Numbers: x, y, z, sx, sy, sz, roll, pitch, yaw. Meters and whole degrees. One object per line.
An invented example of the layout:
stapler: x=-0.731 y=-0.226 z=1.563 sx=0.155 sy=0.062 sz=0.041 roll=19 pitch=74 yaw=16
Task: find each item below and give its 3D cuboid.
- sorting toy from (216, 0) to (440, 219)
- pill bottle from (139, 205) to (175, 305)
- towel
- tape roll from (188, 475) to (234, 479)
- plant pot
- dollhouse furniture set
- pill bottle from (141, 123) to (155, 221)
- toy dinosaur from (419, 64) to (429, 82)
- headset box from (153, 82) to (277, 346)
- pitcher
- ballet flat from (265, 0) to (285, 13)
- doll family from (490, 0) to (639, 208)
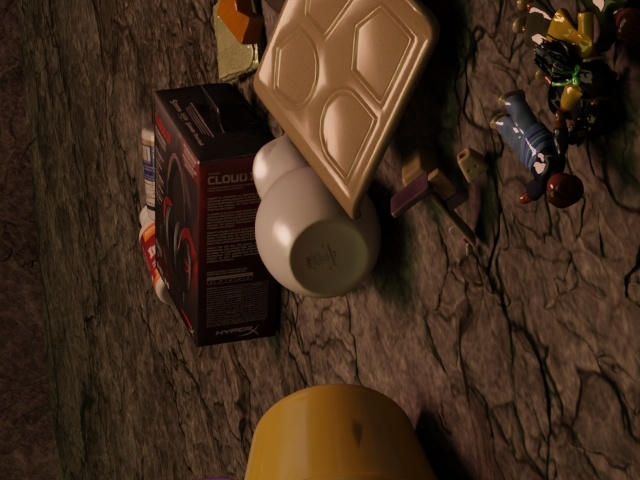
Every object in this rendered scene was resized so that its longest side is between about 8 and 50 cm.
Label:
sorting toy: x=0.002 y=-0.197 z=1.455 sx=0.307 sy=0.041 sz=0.229 roll=54 pitch=136 yaw=39
pill bottle: x=-0.215 y=0.014 z=2.233 sx=0.086 sy=0.086 sz=0.152 roll=103 pitch=152 yaw=-45
towel: x=-0.103 y=-0.255 z=1.893 sx=0.148 sy=0.027 sz=0.110 roll=171 pitch=92 yaw=-71
tape roll: x=-0.128 y=0.391 z=1.621 sx=0.275 sy=0.090 sz=0.274 roll=177 pitch=90 yaw=-69
plant pot: x=0.022 y=0.274 z=1.453 sx=0.239 sy=0.254 sz=0.254 roll=-95 pitch=10 yaw=-51
dollhouse furniture set: x=0.122 y=-0.045 z=1.358 sx=0.081 sy=0.091 sz=0.114 roll=46 pitch=-162 yaw=-18
pill bottle: x=-0.196 y=-0.076 z=2.132 sx=0.094 sy=0.094 sz=0.169 roll=-145 pitch=49 yaw=-65
toy dinosaur: x=0.056 y=-0.186 z=1.453 sx=0.183 sy=0.053 sz=0.092 roll=57 pitch=135 yaw=37
headset box: x=-0.134 y=-0.049 z=1.936 sx=0.218 sy=0.110 sz=0.293 roll=-125 pitch=33 yaw=-54
pitcher: x=0.000 y=0.000 z=1.588 sx=0.207 sy=0.126 sz=0.177 roll=-116 pitch=3 yaw=-66
ballet flat: x=-0.021 y=-0.305 z=1.607 sx=0.084 sy=0.058 sz=0.250 roll=44 pitch=161 yaw=2
doll family: x=0.177 y=-0.108 z=1.086 sx=0.111 sy=0.076 sz=0.193 roll=-123 pitch=26 yaw=-42
